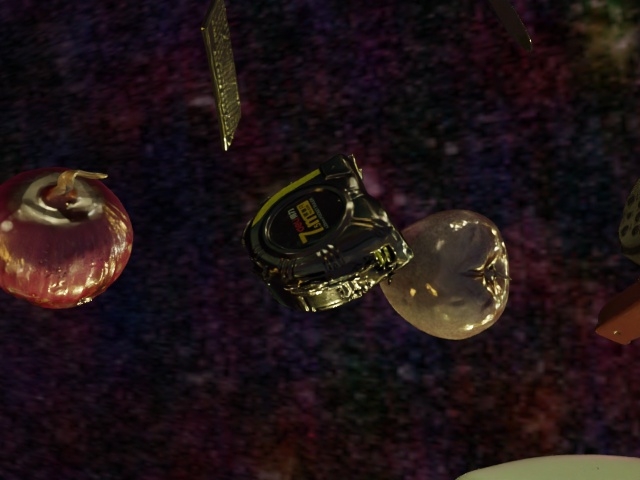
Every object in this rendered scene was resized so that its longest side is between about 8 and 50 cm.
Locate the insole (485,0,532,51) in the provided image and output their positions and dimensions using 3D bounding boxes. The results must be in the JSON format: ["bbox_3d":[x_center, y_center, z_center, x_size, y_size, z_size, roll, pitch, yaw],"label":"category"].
[{"bbox_3d":[0.044,-0.192,0.862,0.003,0.080,0.232,-35,81,0],"label":"insole"}]

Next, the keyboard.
[{"bbox_3d":[-0.087,-0.148,1.471,0.155,0.010,0.053,83,19,-50],"label":"keyboard"}]

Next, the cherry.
[{"bbox_3d":[0.166,0.047,2.163,0.140,0.176,0.176,-2,90,-60],"label":"cherry"}]

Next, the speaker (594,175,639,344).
[{"bbox_3d":[0.414,0.040,1.566,0.329,0.259,0.198,26,85,-11],"label":"speaker"}]

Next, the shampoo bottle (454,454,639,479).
[{"bbox_3d":[0.234,0.246,1.048,0.349,0.151,0.222,8,108,-22],"label":"shampoo bottle"}]

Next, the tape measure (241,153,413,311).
[{"bbox_3d":[0.000,0.000,2.083,0.186,0.199,0.112,-28,130,-1],"label":"tape measure"}]

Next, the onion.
[{"bbox_3d":[-0.301,-0.007,1.864,0.177,0.177,0.153,-44,137,-24],"label":"onion"}]
